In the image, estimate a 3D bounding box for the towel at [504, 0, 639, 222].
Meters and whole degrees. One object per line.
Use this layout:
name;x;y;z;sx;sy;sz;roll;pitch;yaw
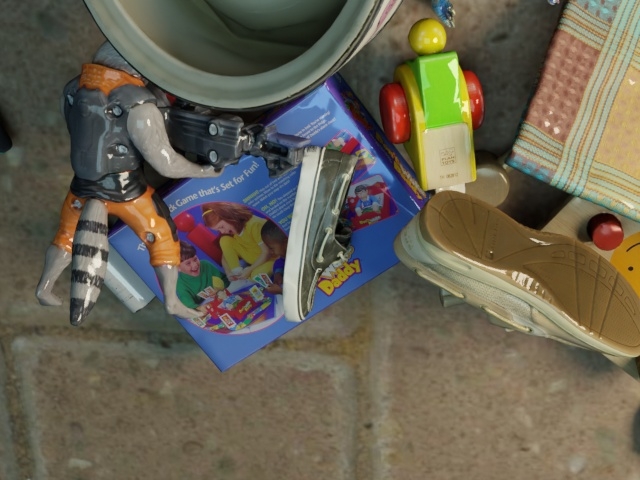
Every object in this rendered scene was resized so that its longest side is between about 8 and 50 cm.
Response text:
towel;0.409;-0.127;1.244;0.370;0.040;0.272;23;74;-3

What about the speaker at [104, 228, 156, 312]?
speaker;-0.268;0.028;1.490;0.055;0.055;0.136;-36;106;21

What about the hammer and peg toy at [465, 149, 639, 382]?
hammer and peg toy;0.348;-0.012;1.346;0.361;0.127;0.266;38;114;-10

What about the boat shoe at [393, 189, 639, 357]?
boat shoe;0.223;0.049;1.277;0.302;0.109;0.098;26;145;-13

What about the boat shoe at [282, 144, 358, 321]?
boat shoe;0.000;0.000;1.340;0.070;0.078;0.219;11;114;4

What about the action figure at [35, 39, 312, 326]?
action figure;-0.194;-0.074;1.298;0.341;0.178;0.330;6;99;28

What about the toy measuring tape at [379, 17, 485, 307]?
toy measuring tape;0.132;-0.092;1.321;0.121;0.121;0.330;-4;112;10

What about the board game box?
board game box;-0.056;-0.020;1.425;0.347;0.078;0.233;-33;107;20

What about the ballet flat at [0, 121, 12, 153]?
ballet flat;-0.459;-0.181;1.410;0.203;0.074;0.074;31;116;-5

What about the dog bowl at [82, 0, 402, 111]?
dog bowl;-0.067;-0.342;1.157;0.407;0.150;0.408;11;112;30

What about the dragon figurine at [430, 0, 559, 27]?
dragon figurine;0.135;-0.331;1.245;0.289;0.085;0.144;37;114;-8
